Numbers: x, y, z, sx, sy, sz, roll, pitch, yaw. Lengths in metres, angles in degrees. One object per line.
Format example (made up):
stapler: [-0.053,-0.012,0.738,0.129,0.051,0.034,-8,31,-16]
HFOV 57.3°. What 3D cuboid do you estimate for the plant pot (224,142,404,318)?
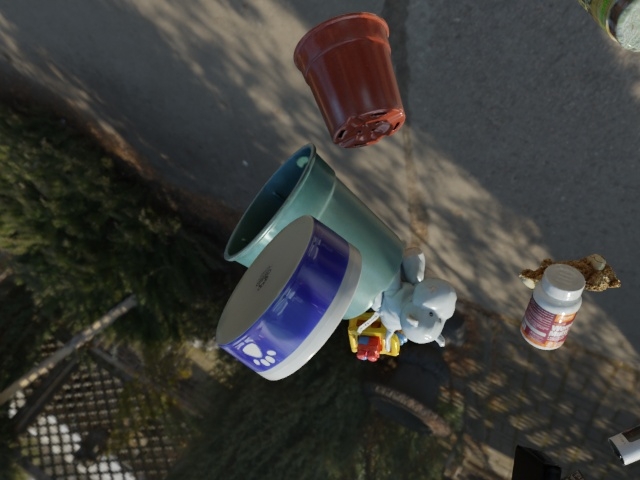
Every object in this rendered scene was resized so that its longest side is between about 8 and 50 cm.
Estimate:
plant pot: [0.000,0.000,1.431,0.334,0.341,0.341,37,155,-18]

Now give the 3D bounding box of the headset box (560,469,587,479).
headset box: [0.545,0.537,1.235,0.032,0.062,0.083,58,-177,-33]

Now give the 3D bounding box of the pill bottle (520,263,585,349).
pill bottle: [0.612,0.175,1.545,0.121,0.121,0.221,24,136,23]

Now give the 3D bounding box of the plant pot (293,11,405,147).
plant pot: [0.093,-0.409,1.563,0.272,0.272,0.265,128,128,-65]

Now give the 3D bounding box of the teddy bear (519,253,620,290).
teddy bear: [0.830,0.109,1.945,0.337,0.113,0.245,-3,-176,-2]

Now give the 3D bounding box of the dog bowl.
dog bowl: [-0.056,0.090,0.974,0.104,0.265,0.265,37,155,-17]

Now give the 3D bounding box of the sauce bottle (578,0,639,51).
sauce bottle: [0.506,-0.451,1.029,0.111,0.344,0.111,-1,131,-1]

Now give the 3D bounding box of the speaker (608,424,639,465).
speaker: [0.627,0.378,1.120,0.055,0.136,0.055,63,-174,-12]

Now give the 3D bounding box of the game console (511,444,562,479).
game console: [0.396,0.498,0.982,0.043,0.213,0.361,9,177,-3]

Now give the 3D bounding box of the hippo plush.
hippo plush: [0.222,0.163,1.552,0.234,0.294,0.236,35,180,-21]

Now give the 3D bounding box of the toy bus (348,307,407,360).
toy bus: [0.186,0.274,1.747,0.220,0.211,0.150,2,133,14]
